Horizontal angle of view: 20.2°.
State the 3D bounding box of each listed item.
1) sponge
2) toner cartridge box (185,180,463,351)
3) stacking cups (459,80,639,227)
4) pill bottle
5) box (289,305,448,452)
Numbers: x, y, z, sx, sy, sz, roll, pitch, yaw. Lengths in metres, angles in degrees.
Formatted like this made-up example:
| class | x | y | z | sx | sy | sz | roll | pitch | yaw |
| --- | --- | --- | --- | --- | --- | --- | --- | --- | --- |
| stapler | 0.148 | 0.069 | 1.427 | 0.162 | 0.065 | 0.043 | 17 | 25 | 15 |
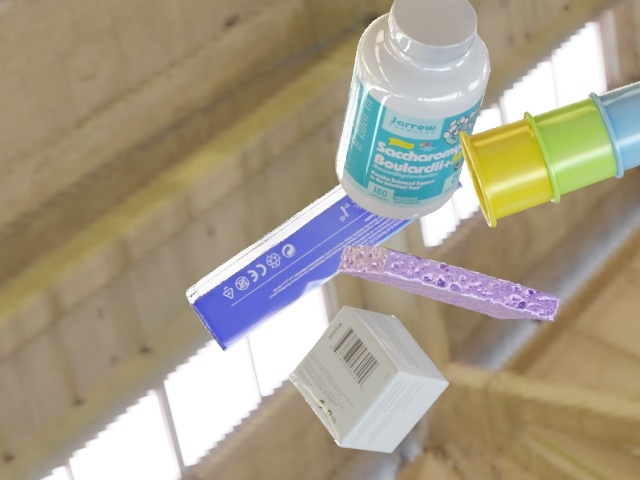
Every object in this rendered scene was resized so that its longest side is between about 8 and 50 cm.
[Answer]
| class | x | y | z | sx | sy | sz | roll | pitch | yaw |
| --- | --- | --- | --- | --- | --- | --- | --- | --- | --- |
| sponge | 0.134 | 0.046 | 1.887 | 0.210 | 0.031 | 0.117 | 17 | 173 | -23 |
| toner cartridge box | 0.000 | 0.000 | 2.189 | 0.348 | 0.075 | 0.165 | -35 | -174 | -3 |
| stacking cups | 0.292 | -0.100 | 1.650 | 0.316 | 0.096 | 0.096 | -16 | -154 | 1 |
| pill bottle | 0.102 | -0.154 | 1.973 | 0.146 | 0.264 | 0.146 | 4 | -128 | -5 |
| box | 0.047 | 0.136 | 1.754 | 0.087 | 0.102 | 0.101 | 14 | -150 | -49 |
